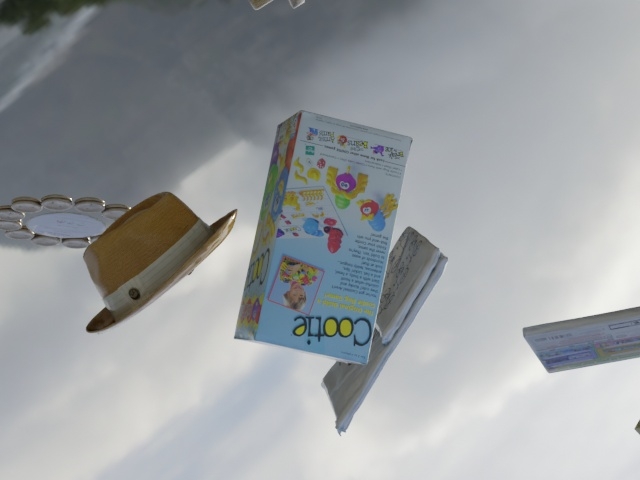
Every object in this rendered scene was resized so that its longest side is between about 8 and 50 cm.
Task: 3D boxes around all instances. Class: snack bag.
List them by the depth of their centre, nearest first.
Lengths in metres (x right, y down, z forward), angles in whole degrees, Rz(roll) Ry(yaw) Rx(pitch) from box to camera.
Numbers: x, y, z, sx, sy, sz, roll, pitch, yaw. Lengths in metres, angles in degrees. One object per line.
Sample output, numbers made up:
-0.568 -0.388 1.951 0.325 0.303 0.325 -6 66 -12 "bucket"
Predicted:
0.095 0.141 2.366 0.342 0.037 0.323 -59 -171 5 "snack bag"

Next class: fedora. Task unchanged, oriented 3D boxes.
-0.172 0.010 1.364 0.194 0.079 0.194 -38 -172 6 "fedora"

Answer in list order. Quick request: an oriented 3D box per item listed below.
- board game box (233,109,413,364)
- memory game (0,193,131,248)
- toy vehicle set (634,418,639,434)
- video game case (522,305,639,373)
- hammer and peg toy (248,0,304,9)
0.000 0.000 1.689 0.142 0.144 0.275 167 -64 -76 "board game box"
-0.308 -0.023 1.706 0.186 0.012 0.186 -1 162 0 "memory game"
0.577 0.320 1.906 0.035 0.267 0.166 -50 -169 -35 "toy vehicle set"
0.473 0.172 2.408 0.212 0.193 0.023 -12 -118 17 "video game case"
-0.141 -0.526 2.039 0.127 0.361 0.266 -33 156 -2 "hammer and peg toy"
